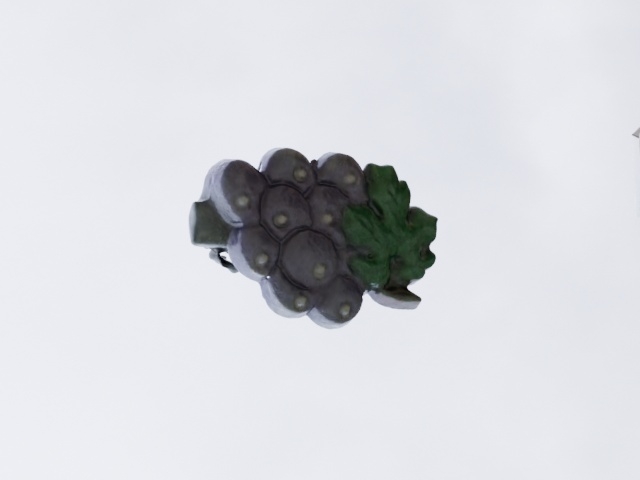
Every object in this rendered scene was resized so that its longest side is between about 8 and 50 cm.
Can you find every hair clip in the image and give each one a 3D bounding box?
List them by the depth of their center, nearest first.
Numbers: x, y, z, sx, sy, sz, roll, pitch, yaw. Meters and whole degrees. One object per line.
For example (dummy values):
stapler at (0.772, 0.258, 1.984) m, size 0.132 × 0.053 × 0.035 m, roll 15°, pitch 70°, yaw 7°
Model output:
hair clip at (-0.001, 0.000, 0.717) m, size 0.195 × 0.052 × 0.124 m, roll 2°, pitch -96°, yaw -29°

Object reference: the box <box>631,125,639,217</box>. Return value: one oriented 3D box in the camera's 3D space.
box at (0.492, -0.126, 1.366) m, size 0.199 × 0.081 × 0.135 m, roll -42°, pitch -46°, yaw -32°

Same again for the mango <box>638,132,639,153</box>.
mango at (0.320, -0.104, 0.849) m, size 0.084 × 0.159 × 0.105 m, roll 40°, pitch -128°, yaw 14°
